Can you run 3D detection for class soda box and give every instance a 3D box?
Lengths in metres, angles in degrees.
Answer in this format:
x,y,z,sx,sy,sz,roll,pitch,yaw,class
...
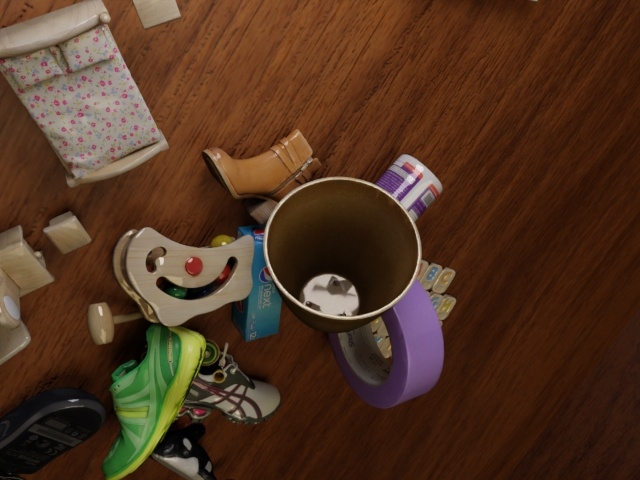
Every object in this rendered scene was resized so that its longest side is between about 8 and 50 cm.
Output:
x,y,z,sx,sy,sz,roll,pitch,yaw,class
-0.113,0.077,0.983,0.071,0.067,0.210,-10,124,-31,soda box

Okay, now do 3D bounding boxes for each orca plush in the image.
x,y,z,sx,sy,sz,roll,pitch,yaw,class
-0.245,0.439,1.107,0.287,0.151,0.102,57,49,-40,orca plush

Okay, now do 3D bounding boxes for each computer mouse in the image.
x,y,z,sx,sy,sz,roll,pitch,yaw,class
-0.481,0.314,0.883,0.272,0.072,0.188,-31,135,1,computer mouse

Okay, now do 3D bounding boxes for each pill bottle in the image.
x,y,z,sx,sy,sz,roll,pitch,yaw,class
0.133,-0.062,1.039,0.193,0.108,0.108,-47,134,0,pill bottle

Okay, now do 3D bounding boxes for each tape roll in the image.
x,y,z,sx,sy,sz,roll,pitch,yaw,class
0.119,0.186,1.076,0.090,0.275,0.275,-12,125,-30,tape roll

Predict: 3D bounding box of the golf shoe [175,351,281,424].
x,y,z,sx,sy,sz,roll,pitch,yaw,class
-0.175,0.288,1.057,0.272,0.105,0.120,16,101,-41,golf shoe

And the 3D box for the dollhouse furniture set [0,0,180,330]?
x,y,z,sx,sy,sz,roll,pitch,yaw,class
-0.278,-0.085,0.646,0.355,0.174,0.303,-26,136,-11,dollhouse furniture set

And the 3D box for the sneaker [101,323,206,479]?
x,y,z,sx,sy,sz,roll,pitch,yaw,class
-0.295,0.263,0.902,0.123,0.109,0.296,29,99,1,sneaker

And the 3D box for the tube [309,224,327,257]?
x,y,z,sx,sy,sz,roll,pitch,yaw,class
0.000,0.000,1.026,0.240,0.070,0.062,56,38,-47,tube

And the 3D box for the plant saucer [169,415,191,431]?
x,y,z,sx,sy,sz,roll,pitch,yaw,class
-0.286,0.346,1.074,0.083,0.013,0.084,-18,128,-25,plant saucer

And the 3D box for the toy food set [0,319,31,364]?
x,y,z,sx,sy,sz,roll,pitch,yaw,class
-0.560,0.106,0.666,0.219,0.092,0.306,-37,133,-10,toy food set

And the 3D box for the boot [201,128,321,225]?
x,y,z,sx,sy,sz,roll,pitch,yaw,class
-0.089,-0.126,0.868,0.152,0.073,0.197,-43,146,-2,boot

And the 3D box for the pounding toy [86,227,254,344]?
x,y,z,sx,sy,sz,roll,pitch,yaw,class
-0.252,0.048,0.866,0.269,0.154,0.154,-19,100,-36,pounding toy

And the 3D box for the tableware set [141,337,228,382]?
x,y,z,sx,sy,sz,roll,pitch,yaw,class
-0.243,0.220,0.952,0.154,0.024,0.104,12,92,-11,tableware set

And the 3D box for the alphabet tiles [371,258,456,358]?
x,y,z,sx,sy,sz,roll,pitch,yaw,class
0.218,0.178,1.319,0.284,0.021,0.278,17,107,-41,alphabet tiles

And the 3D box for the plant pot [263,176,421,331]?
x,y,z,sx,sy,sz,roll,pitch,yaw,class
0.027,0.060,0.912,0.237,0.237,0.254,-29,158,-17,plant pot
